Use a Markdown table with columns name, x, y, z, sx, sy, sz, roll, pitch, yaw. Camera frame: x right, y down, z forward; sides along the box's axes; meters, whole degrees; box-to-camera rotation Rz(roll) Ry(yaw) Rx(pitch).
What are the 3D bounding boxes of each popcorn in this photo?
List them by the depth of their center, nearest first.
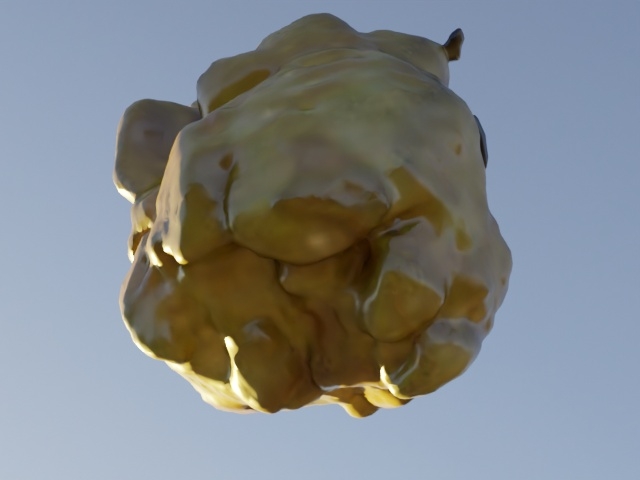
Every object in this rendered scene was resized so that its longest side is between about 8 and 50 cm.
| name | x | y | z | sx | sy | sz | roll | pitch | yaw |
| --- | --- | --- | --- | --- | --- | --- | --- | --- | --- |
| popcorn | -0.003 | -0.001 | 0.748 | 0.191 | 0.253 | 0.190 | -11 | -59 | 7 |
